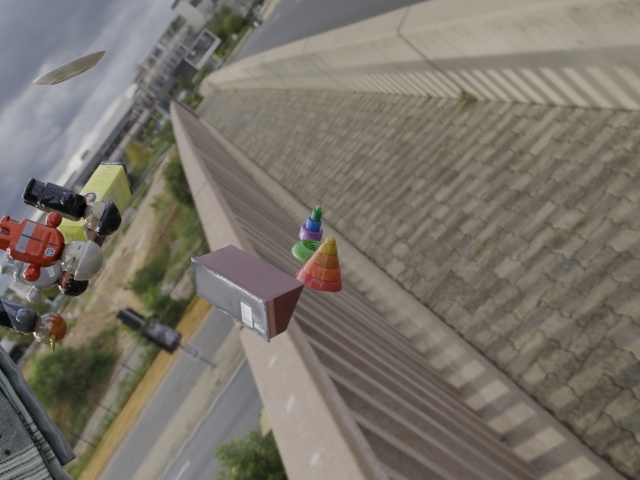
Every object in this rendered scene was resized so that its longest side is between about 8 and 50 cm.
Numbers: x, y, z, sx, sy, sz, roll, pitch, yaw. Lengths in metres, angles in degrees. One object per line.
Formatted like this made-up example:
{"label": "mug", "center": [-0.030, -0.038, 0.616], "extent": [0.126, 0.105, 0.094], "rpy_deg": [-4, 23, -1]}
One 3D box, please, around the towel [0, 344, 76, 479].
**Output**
{"label": "towel", "center": [-0.407, 0.200, 0.678], "extent": [0.324, 0.312, 0.056], "rpy_deg": [-28, 2, 19]}

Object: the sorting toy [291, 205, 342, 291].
{"label": "sorting toy", "center": [0.000, 0.000, 1.789], "extent": [0.365, 0.127, 0.126], "rpy_deg": [-103, 27, -66]}

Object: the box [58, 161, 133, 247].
{"label": "box", "center": [-0.463, -0.068, 1.416], "extent": [0.232, 0.058, 0.087], "rpy_deg": [-80, -11, -50]}

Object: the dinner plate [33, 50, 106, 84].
{"label": "dinner plate", "center": [-0.453, -0.310, 1.237], "extent": [0.141, 0.017, 0.141], "rpy_deg": [-24, 16, 7]}

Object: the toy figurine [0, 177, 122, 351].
{"label": "toy figurine", "center": [-0.404, 0.034, 1.021], "extent": [0.209, 0.148, 0.213], "rpy_deg": [-63, 18, 22]}

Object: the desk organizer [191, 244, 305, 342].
{"label": "desk organizer", "center": [-0.074, 0.049, 0.692], "extent": [0.050, 0.047, 0.130], "rpy_deg": [-23, 32, -35]}
